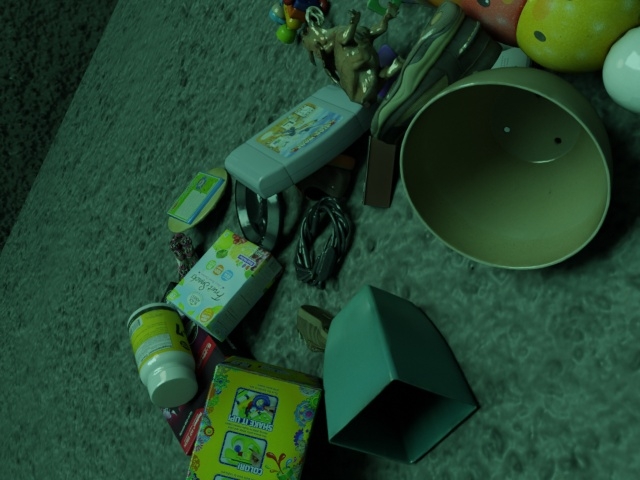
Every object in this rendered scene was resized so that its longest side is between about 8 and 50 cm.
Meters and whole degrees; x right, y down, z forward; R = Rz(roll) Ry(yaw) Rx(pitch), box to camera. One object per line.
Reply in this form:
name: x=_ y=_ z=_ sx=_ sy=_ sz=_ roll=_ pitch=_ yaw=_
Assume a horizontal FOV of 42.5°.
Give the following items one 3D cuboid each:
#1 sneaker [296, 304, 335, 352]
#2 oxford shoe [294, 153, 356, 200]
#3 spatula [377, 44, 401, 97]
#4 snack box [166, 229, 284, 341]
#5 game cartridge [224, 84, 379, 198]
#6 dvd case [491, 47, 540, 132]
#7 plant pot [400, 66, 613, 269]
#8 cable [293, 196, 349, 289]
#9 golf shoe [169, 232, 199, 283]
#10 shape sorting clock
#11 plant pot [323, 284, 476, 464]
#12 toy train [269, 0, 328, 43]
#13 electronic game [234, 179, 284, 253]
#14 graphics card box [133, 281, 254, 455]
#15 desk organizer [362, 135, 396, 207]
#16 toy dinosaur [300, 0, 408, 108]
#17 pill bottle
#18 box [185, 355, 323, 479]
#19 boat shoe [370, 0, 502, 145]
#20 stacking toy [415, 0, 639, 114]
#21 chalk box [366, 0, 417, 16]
sneaker: x=0.012 y=0.183 z=1.538 sx=0.188 sy=0.066 sz=0.071 roll=-144 pitch=59 yaw=-60
oxford shoe: x=-0.037 y=-0.136 z=1.714 sx=0.271 sy=0.097 sz=0.098 roll=10 pitch=89 yaw=55
spatula: x=0.146 y=-0.278 z=1.561 sx=0.084 sy=0.030 sz=0.296 roll=-54 pitch=29 yaw=25
snack box: x=-0.207 y=0.094 z=1.774 sx=0.174 sy=0.070 sz=0.207 roll=25 pitch=71 yaw=47
game cartridge: x=-0.033 y=-0.203 z=1.636 sx=0.297 sy=0.062 sz=0.198 roll=-37 pitch=29 yaw=-13
dvd case: x=0.263 y=-0.221 z=1.389 sx=0.239 sy=0.030 sz=0.179 roll=-7 pitch=69 yaw=53
plant pot: x=0.277 y=-0.129 z=1.156 sx=0.284 sy=0.284 sz=0.191 roll=-33 pitch=13 yaw=43
cable: x=0.000 y=0.000 z=1.639 sx=0.150 sy=0.047 sz=0.184 roll=36 pitch=113 yaw=62
golf shoe: x=-0.322 y=0.075 z=2.050 sx=0.086 sy=0.068 sz=0.186 roll=81 pitch=172 yaw=-65
shape sorting clock: x=-0.309 y=-0.101 z=2.088 sx=0.206 sy=0.040 sz=0.206 roll=-28 pitch=38 yaw=25
plant pot: x=0.105 y=0.199 z=1.309 sx=0.165 sy=0.165 sz=0.234 roll=-50 pitch=33 yaw=28
toy train: x=-0.057 y=-0.515 z=1.916 sx=0.143 sy=0.105 sz=0.248 roll=-53 pitch=38 yaw=42
electronic game: x=-0.134 y=-0.081 z=1.809 sx=0.229 sy=0.048 sz=0.229 roll=28 pitch=122 yaw=59
graphics card box: x=-0.284 y=0.281 z=1.843 sx=0.371 sy=0.094 sz=0.232 roll=44 pitch=112 yaw=50
desk organizer: x=0.110 y=-0.128 z=1.539 sx=0.047 sy=0.050 sz=0.130 roll=-82 pitch=-2 yaw=-82
toy dinosaur: x=0.068 y=-0.330 z=1.571 sx=0.200 sy=0.127 sz=0.295 roll=-53 pitch=39 yaw=45
pill bottle: x=-0.333 y=0.243 z=1.746 sx=0.119 sy=0.119 sz=0.208 roll=-52 pitch=43 yaw=26
box: x=-0.115 y=0.358 z=1.407 sx=0.290 sy=0.177 sz=0.279 roll=103 pitch=-179 yaw=-84
boat shoe: x=0.177 y=-0.226 z=1.294 sx=0.132 sy=0.130 sz=0.355 roll=-58 pitch=-1 yaw=-18
stacking toy: x=0.355 y=-0.359 z=1.148 sx=0.350 sy=0.351 sz=0.480 roll=-51 pitch=56 yaw=28
chalk box: x=0.159 y=-0.539 z=1.591 sx=0.132 sy=0.132 sz=0.213 roll=28 pitch=99 yaw=56
